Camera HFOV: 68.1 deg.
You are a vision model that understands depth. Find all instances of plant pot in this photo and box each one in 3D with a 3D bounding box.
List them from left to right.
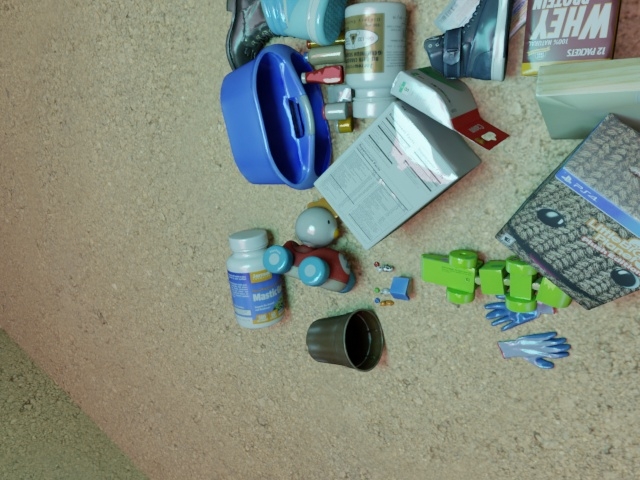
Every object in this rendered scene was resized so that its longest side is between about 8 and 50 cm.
[{"bbox_3d":[0.058,0.275,1.309,0.165,0.167,0.166,-12,101,42],"label":"plant pot"}]

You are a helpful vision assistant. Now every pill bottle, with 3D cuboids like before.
[{"bbox_3d":[-0.196,0.110,1.408,0.153,0.152,0.271,4,110,32],"label":"pill bottle"},{"bbox_3d":[0.120,-0.389,1.037,0.131,0.131,0.229,9,112,30],"label":"pill bottle"}]

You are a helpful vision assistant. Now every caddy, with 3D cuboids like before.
[{"bbox_3d":[-0.088,-0.288,1.144,0.179,0.241,0.340,-1,107,40],"label":"caddy"}]

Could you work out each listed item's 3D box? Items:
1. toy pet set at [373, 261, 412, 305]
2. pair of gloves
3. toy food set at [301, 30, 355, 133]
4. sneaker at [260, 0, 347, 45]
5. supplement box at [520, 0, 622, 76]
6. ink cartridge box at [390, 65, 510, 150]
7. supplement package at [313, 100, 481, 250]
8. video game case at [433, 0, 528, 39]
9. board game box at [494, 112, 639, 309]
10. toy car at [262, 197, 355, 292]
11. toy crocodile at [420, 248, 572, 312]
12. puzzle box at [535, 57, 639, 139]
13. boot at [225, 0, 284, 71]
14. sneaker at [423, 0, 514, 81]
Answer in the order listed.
[{"bbox_3d":[0.178,0.127,1.229,0.114,0.065,0.122,6,111,31],"label":"toy pet set"},{"bbox_3d":[0.477,0.209,1.094,0.159,0.023,0.198,-16,97,36],"label":"pair of gloves"},{"bbox_3d":[0.016,-0.368,1.112,0.105,0.111,0.232,1,105,19],"label":"toy food set"},{"bbox_3d":[-0.035,-0.592,1.026,0.208,0.127,0.318,16,90,26],"label":"sneaker"},{"bbox_3d":[0.432,-0.380,0.802,0.129,0.194,0.191,9,112,30],"label":"supplement box"},{"bbox_3d":[0.275,-0.273,0.950,0.225,0.181,0.056,35,126,18],"label":"ink cartridge box"},{"bbox_3d":[0.170,-0.150,1.050,0.198,0.199,0.263,52,126,6],"label":"supplement package"},{"bbox_3d":[0.330,-0.454,0.950,0.143,0.019,0.157,50,125,7],"label":"video game case"},{"bbox_3d":[0.490,-0.032,0.834,0.232,0.141,0.291,41,163,14],"label":"board game box"},{"bbox_3d":[0.000,0.000,1.249,0.211,0.219,0.237,16,87,27],"label":"toy car"},{"bbox_3d":[0.386,0.082,1.068,0.341,0.105,0.115,6,111,36],"label":"toy crocodile"},{"bbox_3d":[0.569,-0.215,0.731,0.409,0.272,0.052,6,89,30],"label":"puzzle box"},{"bbox_3d":[-0.118,-0.519,1.175,0.229,0.091,0.262,12,121,20],"label":"boot"},{"bbox_3d":[0.286,-0.429,0.920,0.164,0.086,0.226,10,114,26],"label":"sneaker"}]
